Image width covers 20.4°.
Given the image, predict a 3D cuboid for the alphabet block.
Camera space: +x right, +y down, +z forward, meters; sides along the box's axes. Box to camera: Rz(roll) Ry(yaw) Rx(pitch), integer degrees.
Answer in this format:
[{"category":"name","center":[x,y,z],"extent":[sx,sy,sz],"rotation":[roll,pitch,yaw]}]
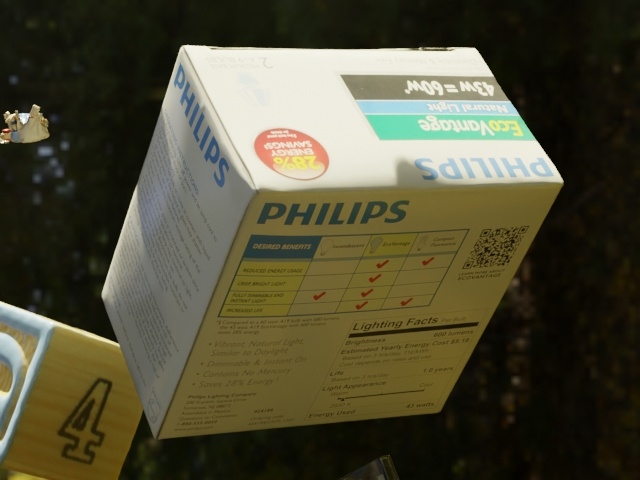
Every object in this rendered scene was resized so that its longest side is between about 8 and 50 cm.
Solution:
[{"category":"alphabet block","center":[-0.362,0.199,2.296],"extent":[0.197,0.192,0.193],"rotation":[25,-96,-48]}]

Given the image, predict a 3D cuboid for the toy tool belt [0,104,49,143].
[{"category":"toy tool belt","center":[-0.425,-0.167,2.527],"extent":[0.052,0.083,0.051],"rotation":[-23,-71,-51]}]

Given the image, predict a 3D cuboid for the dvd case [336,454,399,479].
[{"category":"dvd case","center":[0.047,0.337,1.922],"extent":[0.221,0.018,0.164],"rotation":[-38,70,55]}]

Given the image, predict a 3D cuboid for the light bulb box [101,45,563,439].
[{"category":"light bulb box","center":[0.000,0.000,1.857],"extent":[0.225,0.358,0.361],"rotation":[63,143,38]}]
